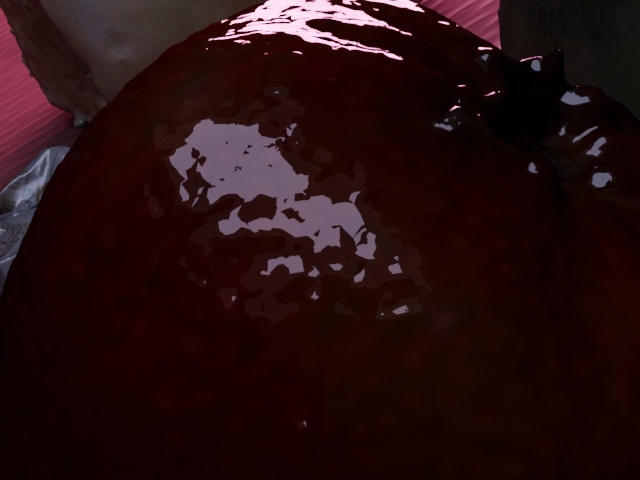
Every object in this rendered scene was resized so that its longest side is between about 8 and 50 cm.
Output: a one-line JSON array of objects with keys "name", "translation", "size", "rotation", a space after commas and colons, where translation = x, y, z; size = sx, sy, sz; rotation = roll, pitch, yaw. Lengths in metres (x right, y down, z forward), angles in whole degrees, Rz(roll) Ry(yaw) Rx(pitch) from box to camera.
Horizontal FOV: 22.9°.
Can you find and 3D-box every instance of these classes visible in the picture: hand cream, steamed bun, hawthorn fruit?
[{"name": "hand cream", "translation": [-0.201, 0.019, 0.990], "size": [0.084, 0.050, 0.257], "rotation": [0, 41, 32]}, {"name": "steamed bun", "translation": [-0.086, -0.232, 1.114], "size": [0.312, 0.233, 0.334], "rotation": [-38, 33, -21]}, {"name": "hawthorn fruit", "translation": [0.002, 0.067, 0.564], "size": [0.265, 0.265, 0.307], "rotation": [-78, 15, -55]}]

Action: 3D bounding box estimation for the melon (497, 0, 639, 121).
[{"name": "melon", "translation": [0.207, -0.093, 0.651], "size": [0.272, 0.272, 0.308], "rotation": [-42, 20, -27]}]
